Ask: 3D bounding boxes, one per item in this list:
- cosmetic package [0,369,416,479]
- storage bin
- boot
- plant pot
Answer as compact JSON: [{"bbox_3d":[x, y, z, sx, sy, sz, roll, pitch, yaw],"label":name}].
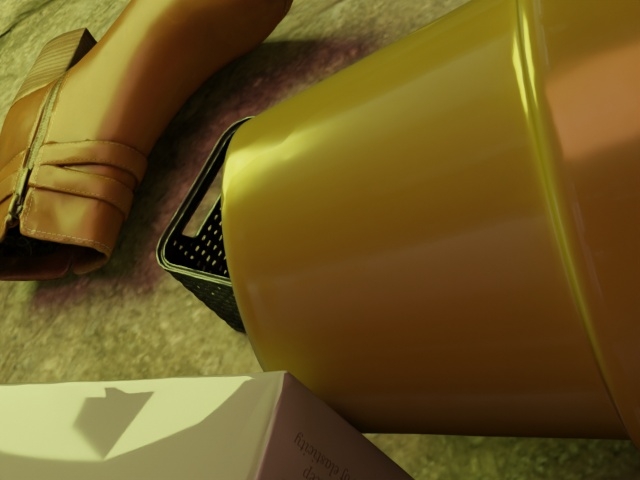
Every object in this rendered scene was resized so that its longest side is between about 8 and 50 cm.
[{"bbox_3d":[-0.131,0.187,0.722,0.385,0.217,0.156,-7,54,32],"label":"cosmetic package"},{"bbox_3d":[0.000,0.000,0.862,0.180,0.084,0.122,12,66,43],"label":"storage bin"},{"bbox_3d":[-0.148,-0.090,1.026,0.283,0.109,0.220,-14,49,32],"label":"boot"},{"bbox_3d":[0.093,-0.009,0.648,0.239,0.254,0.254,-14,50,18],"label":"plant pot"}]
